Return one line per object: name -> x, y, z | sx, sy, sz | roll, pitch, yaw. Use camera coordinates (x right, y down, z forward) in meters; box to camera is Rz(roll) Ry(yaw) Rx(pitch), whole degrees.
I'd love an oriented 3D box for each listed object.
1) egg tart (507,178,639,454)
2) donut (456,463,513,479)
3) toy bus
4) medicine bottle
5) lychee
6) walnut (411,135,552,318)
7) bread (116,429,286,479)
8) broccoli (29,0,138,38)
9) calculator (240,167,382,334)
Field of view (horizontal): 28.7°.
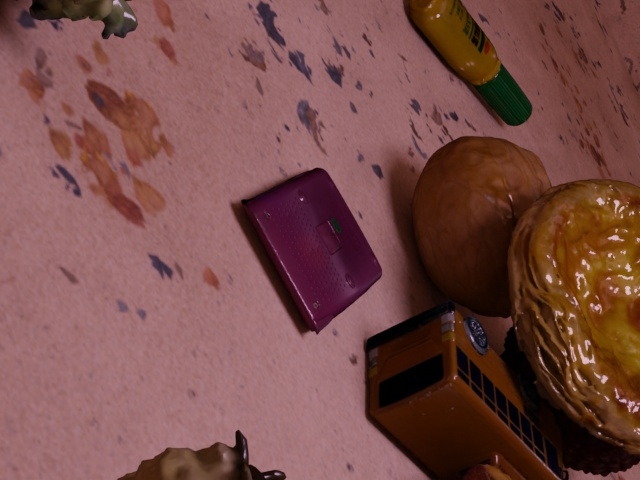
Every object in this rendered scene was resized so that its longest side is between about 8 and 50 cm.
egg tart -> 0.289, 0.078, 1.201 | 0.295, 0.116, 0.294 | 11, 57, -17
donut -> 0.135, 0.280, 1.024 | 0.166, 0.073, 0.184 | 21, 48, -57
toy bus -> 0.135, 0.160, 1.118 | 0.201, 0.098, 0.114 | 46, 30, -31
medicine bottle -> 0.212, -0.253, 1.737 | 0.260, 0.064, 0.095 | 45, 30, -35
lychee -> 0.277, 0.148, 1.328 | 0.188, 0.188, 0.188 | 44, 30, -34
walnut -> 0.175, -0.015, 1.315 | 0.159, 0.159, 0.206 | 27, 46, -52
bread -> -0.051, 0.224, 0.623 | 0.262, 0.163, 0.204 | 64, 8, -64
broccoli -> -0.178, -0.318, 0.771 | 0.348, 0.281, 0.293 | 32, 39, -58
calculator -> 0.000, 0.000, 1.099 | 0.126, 0.034, 0.190 | 60, 23, -2
